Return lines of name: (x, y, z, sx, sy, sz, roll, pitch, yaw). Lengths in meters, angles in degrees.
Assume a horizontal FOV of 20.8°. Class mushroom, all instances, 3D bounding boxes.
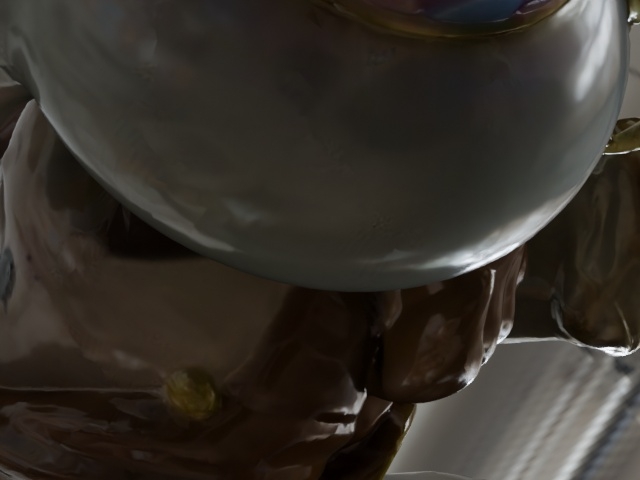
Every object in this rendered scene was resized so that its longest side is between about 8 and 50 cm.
mushroom: (0.000, -0.002, 0.652, 0.097, 0.351, 0.109, -1, -96, -35)

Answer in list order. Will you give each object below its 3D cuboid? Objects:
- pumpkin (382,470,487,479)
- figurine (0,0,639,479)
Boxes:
pumpkin: (-0.015, 0.191, 0.598, 0.296, 0.296, 0.296, -11, -53, -15)
figurine: (-0.018, -0.016, 0.419, 0.189, 0.142, 0.263, 14, -37, -12)
